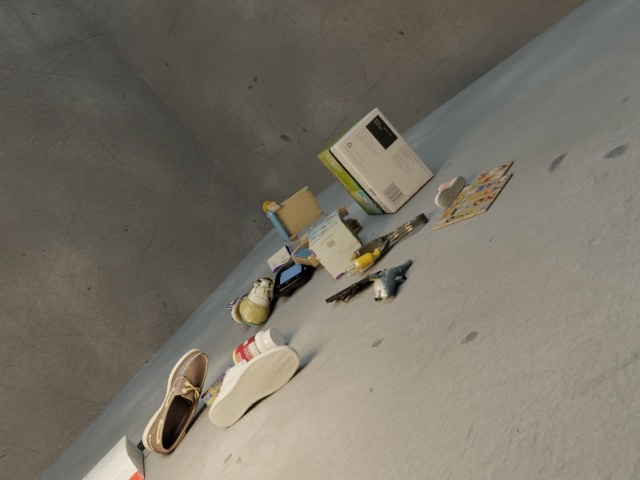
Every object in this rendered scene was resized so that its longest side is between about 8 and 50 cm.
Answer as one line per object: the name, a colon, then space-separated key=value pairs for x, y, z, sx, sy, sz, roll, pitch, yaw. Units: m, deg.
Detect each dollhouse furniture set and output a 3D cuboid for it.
dollhouse furniture set: x=-0.056 y=-0.088 z=2.118 sx=0.286 sy=0.303 sz=0.198 roll=-39 pitch=16 yaw=-19
dollhouse furniture set: x=0.000 y=0.000 z=2.378 sx=0.182 sy=0.101 sz=0.161 roll=-46 pitch=-14 yaw=-23

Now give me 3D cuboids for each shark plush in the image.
shark plush: x=0.186 y=0.101 z=1.343 sx=0.067 sy=0.073 sz=0.161 roll=-2 pitch=15 yaw=44

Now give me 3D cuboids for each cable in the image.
cable: x=0.201 y=0.018 z=1.629 sx=0.287 sy=0.072 sz=0.139 roll=-29 pitch=-6 yaw=4

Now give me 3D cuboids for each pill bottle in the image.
pill bottle: x=-0.182 y=0.324 z=1.603 sx=0.152 sy=0.086 sz=0.086 roll=-37 pitch=11 yaw=24

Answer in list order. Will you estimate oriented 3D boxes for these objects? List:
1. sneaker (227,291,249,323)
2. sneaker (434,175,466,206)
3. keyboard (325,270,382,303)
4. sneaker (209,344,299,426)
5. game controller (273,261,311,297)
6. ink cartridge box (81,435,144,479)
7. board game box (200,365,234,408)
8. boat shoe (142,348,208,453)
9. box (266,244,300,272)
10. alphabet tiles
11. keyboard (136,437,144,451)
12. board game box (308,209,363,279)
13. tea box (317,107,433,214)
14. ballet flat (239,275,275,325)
sneaker: x=-0.337 y=0.298 z=2.250 sx=0.153 sy=0.099 sz=0.282 roll=-33 pitch=6 yaw=21
sneaker: x=0.368 y=-0.135 z=1.578 sx=0.134 sy=0.051 sz=0.070 roll=-43 pitch=8 yaw=-28
keyboard: x=0.091 y=0.146 z=1.521 sx=0.192 sy=0.038 sz=0.100 roll=-35 pitch=-11 yaw=39
sneaker: x=-0.170 y=0.343 z=1.416 sx=0.292 sy=0.108 sz=0.169 roll=-41 pitch=13 yaw=14
game controller: x=-0.113 y=0.140 z=2.177 sx=0.166 sy=0.067 sz=0.319 roll=-41 pitch=11 yaw=6
ink cartridge box: x=-0.653 y=0.756 z=1.542 sx=0.308 sy=0.091 sz=0.385 roll=-45 pitch=9 yaw=-17
board game box: x=-0.286 y=0.447 z=1.614 sx=0.136 sy=0.035 sz=0.201 roll=-45 pitch=11 yaw=-18
boat shoe: x=-0.419 y=0.484 z=1.633 sx=0.097 sy=0.116 sz=0.324 roll=-9 pitch=47 yaw=46
box: x=-0.143 y=0.079 z=2.375 sx=0.126 sy=0.072 sz=0.137 roll=-38 pitch=-18 yaw=29
alphabet tiles: x=0.424 y=-0.127 z=1.445 sx=0.237 sy=0.009 sz=0.198 roll=-48 pitch=11 yaw=-29
keyboard: x=-0.594 y=0.680 z=1.834 sx=0.108 sy=0.023 sz=0.180 roll=-30 pitch=16 yaw=48
board game box: x=0.054 y=0.008 z=1.885 sx=0.144 sy=0.142 sz=0.275 roll=-40 pitch=11 yaw=6
tea box: x=0.199 y=-0.289 z=2.066 sx=0.220 sy=0.329 sz=0.323 roll=-44 pitch=9 yaw=-7
ballet flat: x=-0.239 y=0.222 z=2.118 sx=0.123 sy=0.123 sz=0.348 roll=-40 pitch=7 yaw=11
